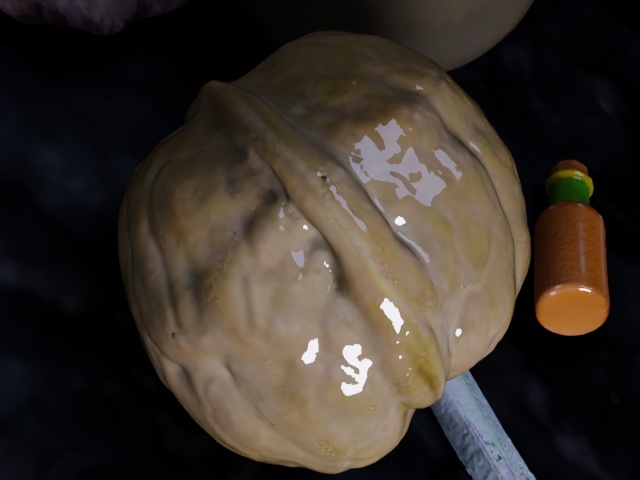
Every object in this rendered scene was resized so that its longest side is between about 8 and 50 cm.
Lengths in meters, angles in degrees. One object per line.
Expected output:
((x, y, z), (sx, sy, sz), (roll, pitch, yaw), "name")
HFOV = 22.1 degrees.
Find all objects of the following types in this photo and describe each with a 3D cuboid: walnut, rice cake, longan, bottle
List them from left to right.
((0.000, 0.000, 1.148), (0.296, 0.285, 0.285), (-38, 85, -13), "walnut")
((0.050, -0.290, 1.394), (0.319, 0.319, 0.319), (22, 46, -25), "longan")
((0.108, 0.121, 1.310), (0.043, 0.034, 0.211), (-11, 66, -48), "rice cake")
((0.227, -0.002, 1.485), (0.069, 0.069, 0.187), (29, 43, -20), "bottle")

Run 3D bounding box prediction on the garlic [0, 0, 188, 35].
((-0.186, -0.258, 1.282), (0.245, 0.160, 0.245), (4, 59, -7), "garlic")
